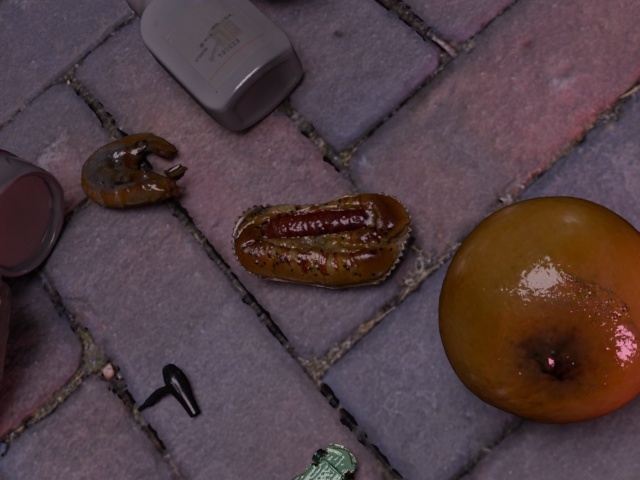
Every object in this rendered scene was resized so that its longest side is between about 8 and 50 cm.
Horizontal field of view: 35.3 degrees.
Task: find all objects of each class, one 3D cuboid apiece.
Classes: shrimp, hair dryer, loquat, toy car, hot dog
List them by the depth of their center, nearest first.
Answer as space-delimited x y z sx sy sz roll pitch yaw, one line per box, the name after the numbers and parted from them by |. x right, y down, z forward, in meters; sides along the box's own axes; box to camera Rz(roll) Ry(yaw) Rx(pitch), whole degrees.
0.265 0.079 1.136 0.263 0.263 0.263 -6 67 14 | loquat
-0.005 0.308 1.249 0.059 0.035 0.122 36 74 26 | toy car
0.000 0.000 1.352 0.252 0.069 0.131 -2 69 17 | hot dog
-0.208 0.217 1.357 0.083 0.031 0.079 -37 71 15 | hair dryer
-0.272 -0.108 1.486 0.187 0.052 0.133 8 72 22 | shrimp

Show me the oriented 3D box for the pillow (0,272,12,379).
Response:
-0.559 0.134 1.390 0.283 0.138 0.310 22 108 23 | pillow

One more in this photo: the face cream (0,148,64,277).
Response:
-0.499 -0.052 1.465 0.194 0.175 0.175 19 75 24 | face cream

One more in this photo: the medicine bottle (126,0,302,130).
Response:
-0.170 -0.305 1.505 0.161 0.111 0.296 -43 65 -5 | medicine bottle
